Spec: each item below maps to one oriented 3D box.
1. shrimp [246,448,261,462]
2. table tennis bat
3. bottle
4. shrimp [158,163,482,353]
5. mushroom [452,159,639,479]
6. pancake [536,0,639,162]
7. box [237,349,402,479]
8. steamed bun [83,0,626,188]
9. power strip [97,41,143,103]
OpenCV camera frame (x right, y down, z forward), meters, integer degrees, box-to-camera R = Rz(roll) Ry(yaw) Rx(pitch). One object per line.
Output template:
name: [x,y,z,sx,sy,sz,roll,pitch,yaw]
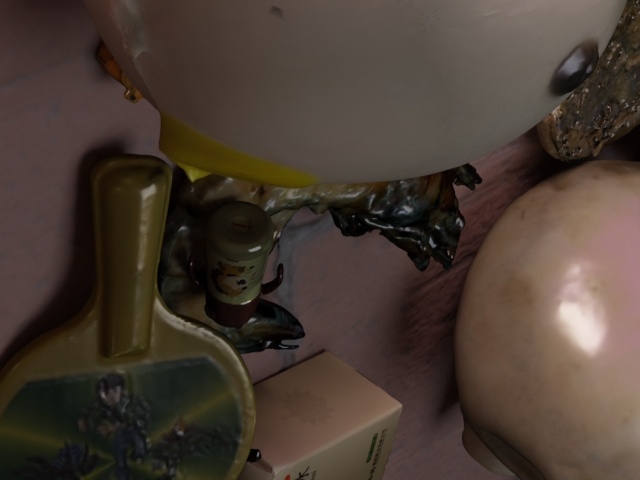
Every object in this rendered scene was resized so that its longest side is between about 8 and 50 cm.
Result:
shrimp: [-0.157,0.221,1.374,0.178,0.075,0.289,-15,146,-47]
table tennis bat: [-0.136,0.085,1.222,0.198,0.050,0.321,-4,121,-20]
bottle: [-0.057,0.023,1.246,0.047,0.063,0.101,-51,161,-39]
shrimp: [0.000,0.000,1.374,0.233,0.071,0.365,-53,151,7]
mushroom: [0.289,0.117,1.672,0.353,0.325,0.353,13,90,-78]
pancake: [0.276,-0.182,1.621,0.282,0.049,0.282,-39,149,-30]
box: [-0.039,0.220,1.520,0.168,0.095,0.212,-21,137,-43]
steamed bun: [0.022,-0.200,0.929,0.334,0.334,0.374,-41,144,-24]
power strip: [-0.076,-0.165,1.109,0.178,0.028,0.049,-56,152,2]
